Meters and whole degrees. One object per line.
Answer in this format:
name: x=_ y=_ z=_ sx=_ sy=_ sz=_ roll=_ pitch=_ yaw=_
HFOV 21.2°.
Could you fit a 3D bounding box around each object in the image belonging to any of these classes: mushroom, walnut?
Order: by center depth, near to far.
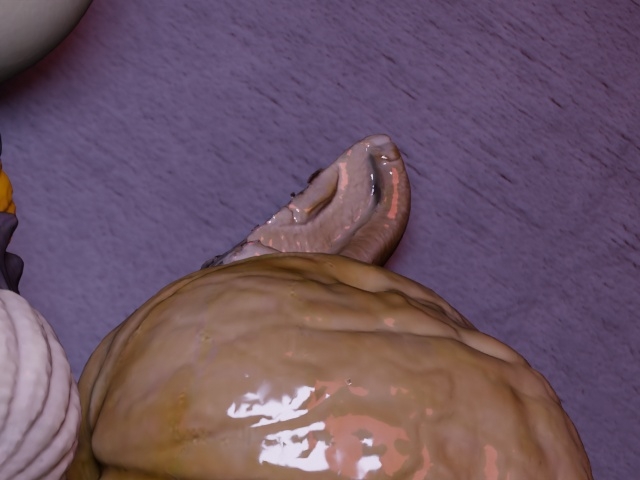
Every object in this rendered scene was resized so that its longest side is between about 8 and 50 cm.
walnut: x=0.004 y=0.147 z=1.019 sx=0.313 sy=0.277 sz=0.252 roll=12 pitch=55 yaw=-29
mushroom: x=-0.001 y=0.002 z=1.264 sx=0.094 sy=0.072 sz=0.210 roll=43 pitch=49 yaw=3

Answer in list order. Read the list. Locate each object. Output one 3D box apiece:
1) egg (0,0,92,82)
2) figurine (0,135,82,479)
egg: x=-0.254 y=-0.209 z=1.148 sx=0.219 sy=0.219 sz=0.269 roll=45 pitch=60 yaw=2
figurine: x=-0.216 y=0.030 z=0.947 sx=0.205 sy=0.185 sz=0.332 roll=0 pitch=47 yaw=14
